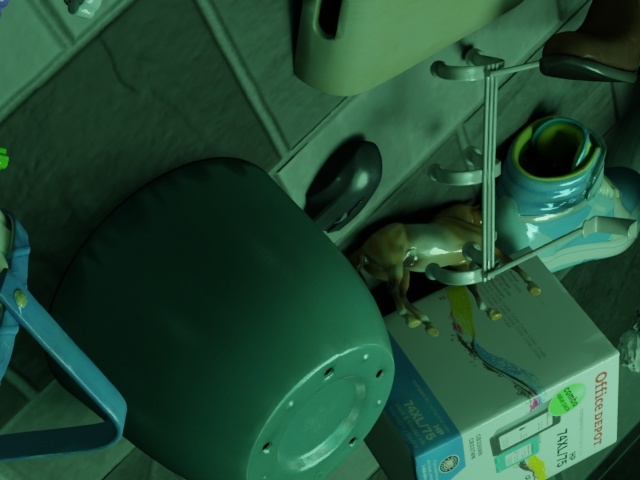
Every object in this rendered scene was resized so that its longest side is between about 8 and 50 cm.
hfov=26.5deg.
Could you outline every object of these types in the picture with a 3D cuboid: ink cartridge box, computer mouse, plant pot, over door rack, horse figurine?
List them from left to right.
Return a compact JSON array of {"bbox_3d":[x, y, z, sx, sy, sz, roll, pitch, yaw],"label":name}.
[{"bbox_3d":[-0.072,0.105,1.296,0.293,0.235,0.293,-33,145,-28],"label":"plant pot"},{"bbox_3d":[0.000,0.000,1.464,0.071,0.041,0.242,1,123,-53],"label":"computer mouse"},{"bbox_3d":[0.124,0.029,1.568,0.263,0.174,0.066,-14,142,-26],"label":"horse figurine"},{"bbox_3d":[0.191,0.181,1.630,0.270,0.197,0.198,-26,140,-11],"label":"ink cartridge box"},{"bbox_3d":[0.230,-0.095,1.514,0.324,0.108,0.239,-14,110,-42],"label":"over door rack"}]

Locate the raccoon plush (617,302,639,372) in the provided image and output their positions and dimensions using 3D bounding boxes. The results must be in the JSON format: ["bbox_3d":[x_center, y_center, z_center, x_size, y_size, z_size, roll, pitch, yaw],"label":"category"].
[{"bbox_3d":[0.459,-0.081,1.744,0.446,0.299,0.216,-46,164,3],"label":"raccoon plush"}]

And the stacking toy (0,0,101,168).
[{"bbox_3d":[-0.268,-0.135,0.975,0.167,0.052,0.221,12,116,-54],"label":"stacking toy"}]

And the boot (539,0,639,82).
[{"bbox_3d":[0.314,-0.306,1.406,0.264,0.096,0.280,-11,106,-43],"label":"boot"}]

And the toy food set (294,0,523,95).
[{"bbox_3d":[0.108,-0.282,1.280,0.306,0.092,0.220,-32,156,-26],"label":"toy food set"}]

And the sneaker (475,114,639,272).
[{"bbox_3d":[0.340,-0.078,1.737,0.319,0.127,0.208,-23,141,-39],"label":"sneaker"}]

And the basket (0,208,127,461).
[{"bbox_3d":[-0.299,0.071,0.942,0.255,0.201,0.289,-12,131,14],"label":"basket"}]
